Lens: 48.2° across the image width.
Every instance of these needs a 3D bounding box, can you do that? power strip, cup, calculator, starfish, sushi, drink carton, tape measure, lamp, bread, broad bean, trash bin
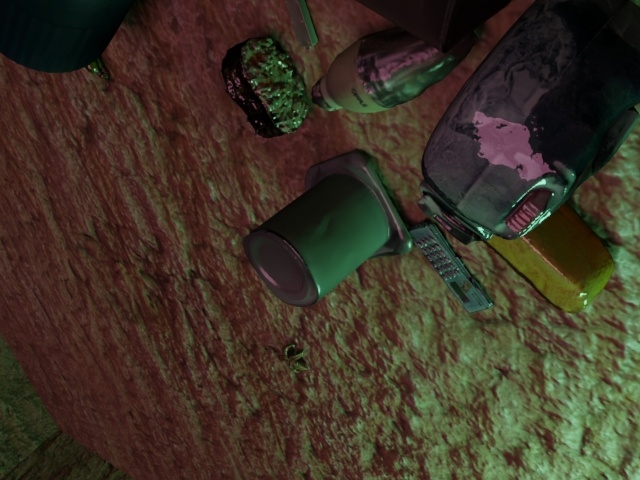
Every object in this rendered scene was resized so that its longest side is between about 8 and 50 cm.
[{"bbox_3d":[-0.027,-0.309,1.000,0.027,0.017,0.083,9,130,39],"label":"power strip"},{"bbox_3d":[-0.414,-0.436,1.075,0.308,0.242,0.292,40,148,-13],"label":"cup"},{"bbox_3d":[0.200,0.042,1.105,0.172,0.018,0.057,52,145,-9],"label":"calculator"},{"bbox_3d":[-0.061,0.261,1.567,0.078,0.028,0.091,16,139,32],"label":"starfish"},{"bbox_3d":[-0.082,-0.229,1.071,0.078,0.090,0.150,-2,124,50],"label":"sushi"},{"bbox_3d":[0.000,0.000,1.118,0.191,0.189,0.185,-9,120,53],"label":"drink carton"},{"bbox_3d":[0.223,-0.123,0.726,0.147,0.256,0.275,40,170,7],"label":"tape measure"},{"bbox_3d":[0.085,-0.217,0.904,0.250,0.101,0.101,-11,116,46],"label":"lamp"},{"bbox_3d":[0.266,-0.015,0.923,0.245,0.094,0.102,44,153,5],"label":"bread"},{"bbox_3d":[-0.496,-0.390,1.379,0.227,0.039,0.069,42,150,5],"label":"broad bean"},{"bbox_3d":[0.085,-0.327,0.754,0.240,0.164,0.122,35,142,21],"label":"trash bin"}]
